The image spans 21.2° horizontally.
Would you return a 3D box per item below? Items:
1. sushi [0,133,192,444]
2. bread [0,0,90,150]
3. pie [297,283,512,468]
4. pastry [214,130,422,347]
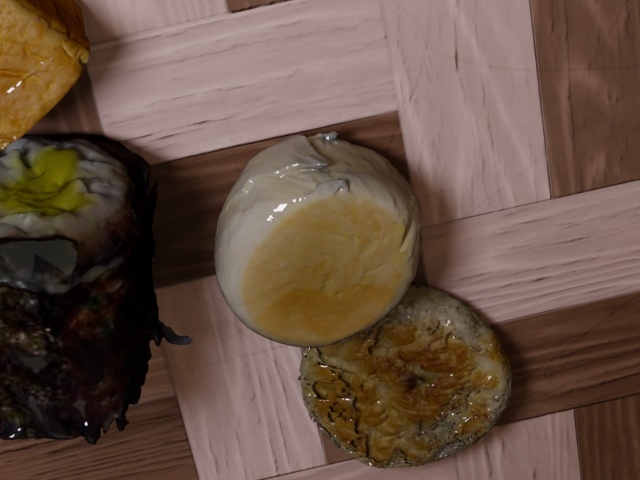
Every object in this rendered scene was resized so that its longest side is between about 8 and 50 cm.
[{"bbox_3d":[-0.311,0.046,1.856,0.281,0.299,0.294,9,122,17],"label":"sushi"},{"bbox_3d":[-0.338,-0.206,1.770,0.158,0.149,0.143,-38,124,14],"label":"bread"},{"bbox_3d":[0.108,0.173,2.149,0.274,0.055,0.274,-2,120,-3],"label":"pie"},{"bbox_3d":[0.000,0.002,1.970,0.265,0.133,0.264,-5,124,-8],"label":"pastry"}]
